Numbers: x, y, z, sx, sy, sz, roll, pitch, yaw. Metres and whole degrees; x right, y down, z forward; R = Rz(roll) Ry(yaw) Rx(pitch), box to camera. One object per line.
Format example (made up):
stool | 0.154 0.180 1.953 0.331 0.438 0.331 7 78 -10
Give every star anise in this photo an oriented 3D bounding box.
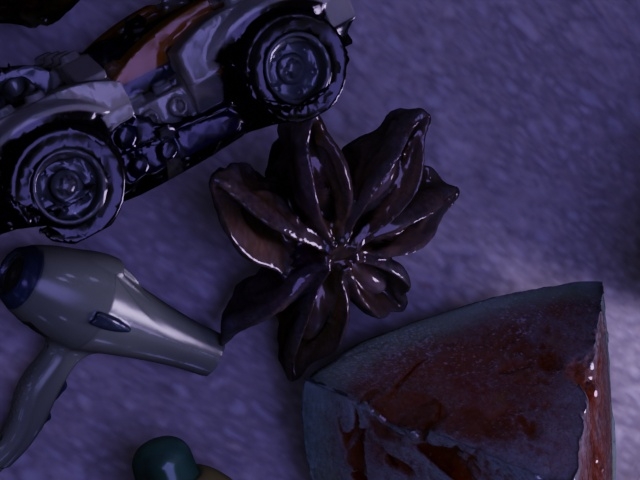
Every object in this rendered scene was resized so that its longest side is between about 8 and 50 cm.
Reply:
star anise | 0.013 -0.009 1.030 0.197 0.073 0.212 -21 130 -24

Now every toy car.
toy car | -0.125 -0.081 0.910 0.301 0.193 0.118 -26 106 -19

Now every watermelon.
watermelon | 0.145 0.156 1.065 0.262 0.201 0.212 -23 115 -26

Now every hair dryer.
hair dryer | -0.151 0.105 1.004 0.167 0.067 0.199 10 102 -32

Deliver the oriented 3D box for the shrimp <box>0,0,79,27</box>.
shrimp | -0.227 -0.302 0.878 0.172 0.137 0.372 -53 133 -51

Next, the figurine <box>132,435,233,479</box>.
figurine | -0.160 0.282 0.978 0.324 0.124 0.222 -47 113 -9
